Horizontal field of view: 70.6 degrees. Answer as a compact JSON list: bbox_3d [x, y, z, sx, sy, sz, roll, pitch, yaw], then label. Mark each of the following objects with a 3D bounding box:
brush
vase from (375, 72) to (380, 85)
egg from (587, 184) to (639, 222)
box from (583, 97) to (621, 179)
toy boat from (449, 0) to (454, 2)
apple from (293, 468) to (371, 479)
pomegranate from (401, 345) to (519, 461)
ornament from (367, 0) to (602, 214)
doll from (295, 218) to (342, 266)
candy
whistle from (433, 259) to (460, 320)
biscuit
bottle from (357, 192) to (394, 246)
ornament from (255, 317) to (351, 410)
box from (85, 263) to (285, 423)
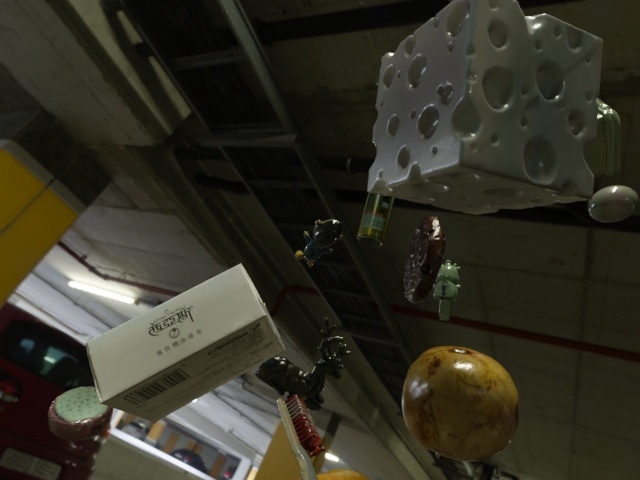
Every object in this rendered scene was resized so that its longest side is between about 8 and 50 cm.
[{"bbox_3d":[-0.012,0.358,0.732,0.060,0.050,0.321,63,-7,-21],"label":"brush"},{"bbox_3d":[0.299,-0.499,1.503,0.219,0.096,0.096,37,-28,7],"label":"vase"},{"bbox_3d":[0.839,-0.104,1.300,0.134,0.103,0.103,-19,-40,2],"label":"egg"},{"bbox_3d":[0.576,-0.284,1.253,0.343,0.352,0.178,-8,-60,17],"label":"box"},{"bbox_3d":[0.335,-0.579,0.990,0.034,0.096,0.122,47,-44,-5],"label":"toy boat"},{"bbox_3d":[0.006,0.545,0.807,0.285,0.233,0.286,-8,-25,-4],"label":"apple"},{"bbox_3d":[0.258,0.309,0.849,0.215,0.215,0.215,20,-30,12],"label":"pomegranate"},{"bbox_3d":[0.240,-0.184,0.698,0.238,0.240,0.239,8,-5,-22],"label":"ornament"},{"bbox_3d":[0.000,0.000,1.258,0.102,0.089,0.179,34,-52,-20],"label":"doll"},{"bbox_3d":[-0.416,0.300,0.788,0.103,0.103,0.043,20,-70,12],"label":"candy"},{"bbox_3d":[0.503,0.197,1.803,0.110,0.245,0.092,-1,-17,28],"label":"whistle"},{"bbox_3d":[0.217,0.042,0.954,0.049,0.192,0.192,16,-30,1],"label":"biscuit"},{"bbox_3d":[0.181,-0.127,1.348,0.082,0.286,0.082,15,-17,5],"label":"bottle"},{"bbox_3d":[-0.035,0.284,1.106,0.202,0.080,0.236,31,-61,4],"label":"ornament"},{"bbox_3d":[-0.215,0.183,0.782,0.116,0.274,0.203,58,-10,28],"label":"box"}]
